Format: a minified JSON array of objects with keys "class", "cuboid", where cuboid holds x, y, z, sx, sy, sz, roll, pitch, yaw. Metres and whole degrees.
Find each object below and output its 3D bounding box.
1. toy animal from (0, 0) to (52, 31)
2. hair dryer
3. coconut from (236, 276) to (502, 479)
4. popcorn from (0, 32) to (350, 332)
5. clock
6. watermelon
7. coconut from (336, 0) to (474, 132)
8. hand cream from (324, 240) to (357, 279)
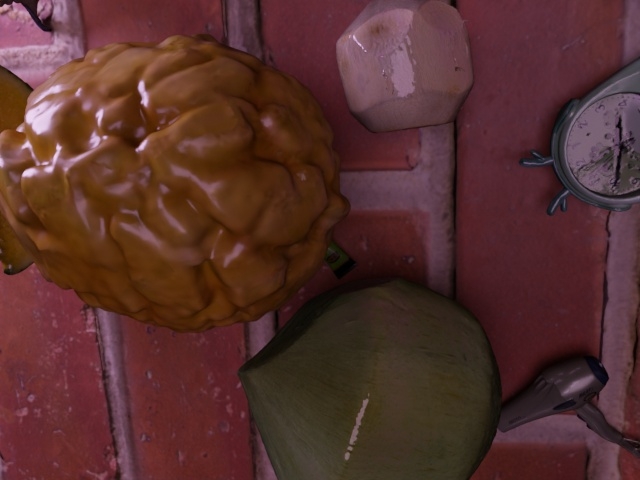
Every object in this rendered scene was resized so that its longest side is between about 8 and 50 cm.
[{"class":"toy animal","cuboid":[-0.390,-0.366,0.760,0.197,0.160,0.272,-46,55,23]},{"class":"hair dryer","cuboid":[0.343,0.258,0.845,0.167,0.067,0.199,-25,113,23]},{"class":"coconut","cuboid":[0.054,0.192,0.750,0.328,0.281,0.328,-3,137,-2]},{"class":"popcorn","cuboid":[-0.169,-0.054,0.694,0.354,0.390,0.344,-20,119,-18]},{"class":"clock","cuboid":[0.355,-0.117,0.734,0.211,0.066,0.159,-27,97,15]},{"class":"watermelon","cuboid":[-0.434,-0.112,0.835,0.123,0.129,0.301,-5,108,13]},{"class":"coconut","cuboid":[0.100,-0.213,0.710,0.161,0.161,0.162,-4,100,11]},{"class":"hand cream","cuboid":[0.000,0.000,0.845,0.036,0.023,0.122,-40,98,16]}]
